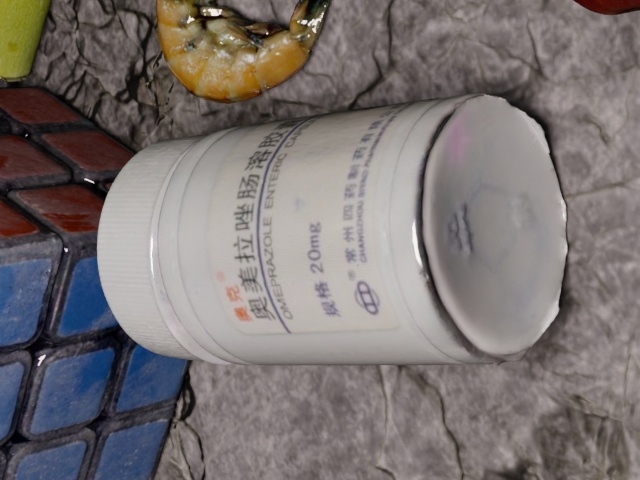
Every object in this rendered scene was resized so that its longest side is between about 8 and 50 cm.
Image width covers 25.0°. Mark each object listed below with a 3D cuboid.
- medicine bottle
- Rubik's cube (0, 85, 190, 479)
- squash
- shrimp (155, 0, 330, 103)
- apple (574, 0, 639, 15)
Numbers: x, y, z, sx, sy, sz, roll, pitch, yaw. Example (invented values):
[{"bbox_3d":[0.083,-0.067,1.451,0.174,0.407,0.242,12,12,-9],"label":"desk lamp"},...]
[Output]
[{"bbox_3d":[0.000,0.000,1.093,0.332,0.190,0.190,-4,93,41],"label":"medicine bottle"},{"bbox_3d":[-0.312,0.058,1.298,0.303,0.305,0.301,35,117,34],"label":"Rubik's cube"},{"bbox_3d":[-0.312,-0.250,1.381,0.123,0.123,0.187,40,120,30],"label":"squash"},{"bbox_3d":[-0.067,-0.251,1.221,0.198,0.051,0.262,-9,90,34],"label":"shrimp"},{"bbox_3d":[0.220,-0.222,0.907,0.156,0.147,0.158,13,104,61],"label":"apple"}]
